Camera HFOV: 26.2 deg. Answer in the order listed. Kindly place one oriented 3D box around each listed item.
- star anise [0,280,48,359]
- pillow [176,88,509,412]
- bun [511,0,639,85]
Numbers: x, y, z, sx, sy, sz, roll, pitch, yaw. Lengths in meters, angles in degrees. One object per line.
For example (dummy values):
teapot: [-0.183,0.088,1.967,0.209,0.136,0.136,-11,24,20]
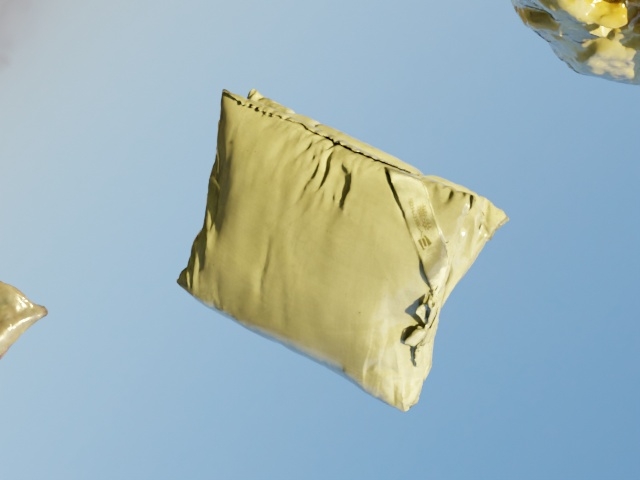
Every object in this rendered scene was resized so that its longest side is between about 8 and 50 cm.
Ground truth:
star anise: [-0.312,0.077,0.978,0.209,0.089,0.231,-25,178,18]
pillow: [0.000,0.000,0.772,0.078,0.181,0.134,-8,121,-56]
bun: [0.191,-0.176,0.808,0.222,0.222,0.127,-26,-170,46]
